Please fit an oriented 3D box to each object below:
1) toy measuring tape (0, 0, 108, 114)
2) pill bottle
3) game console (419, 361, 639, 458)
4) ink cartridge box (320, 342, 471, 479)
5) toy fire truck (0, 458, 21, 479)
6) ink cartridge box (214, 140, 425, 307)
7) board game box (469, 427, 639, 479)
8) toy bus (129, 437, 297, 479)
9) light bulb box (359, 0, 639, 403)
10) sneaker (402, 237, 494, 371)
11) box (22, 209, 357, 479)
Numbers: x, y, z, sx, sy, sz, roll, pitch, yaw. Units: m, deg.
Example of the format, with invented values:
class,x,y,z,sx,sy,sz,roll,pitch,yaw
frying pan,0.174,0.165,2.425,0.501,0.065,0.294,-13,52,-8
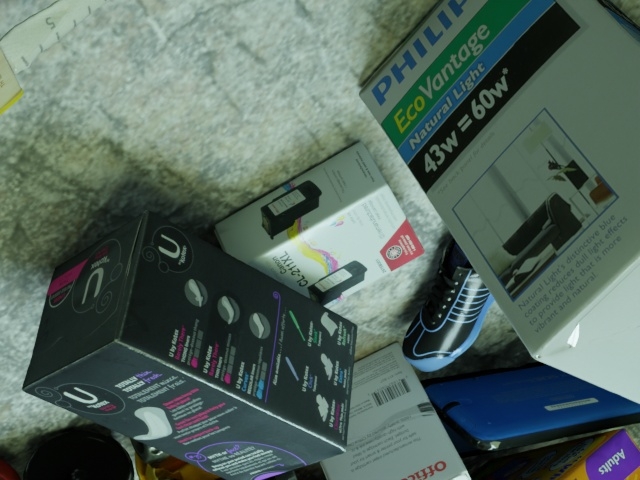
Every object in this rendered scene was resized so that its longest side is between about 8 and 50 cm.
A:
class,x,y,z,sx,sy,sz,roll,pitch,yaw
toy measuring tape,-0.278,-0.144,0.869,0.330,0.121,0.121,-46,144,-21
pill bottle,-0.276,0.330,1.339,0.123,0.122,0.219,-10,137,-18
game console,0.271,0.255,1.510,0.293,0.250,0.173,-7,109,-21
ink cartridge box,0.074,0.244,1.364,0.148,0.203,0.086,-25,139,-1
toy fire truck,-0.476,0.306,1.209,0.302,0.169,0.254,-41,113,15
ink cartridge box,0.000,0.000,1.177,0.175,0.072,0.127,-30,139,4
board game box,0.269,0.499,1.442,0.357,0.356,0.356,-33,176,-24
toy bus,-0.143,0.254,1.305,0.149,0.220,0.211,-17,172,-27
light bulb box,0.281,-0.046,1.055,0.358,0.361,0.225,25,117,-41
sneaker,0.158,0.049,1.308,0.090,0.081,0.232,26,110,-39
box,-0.117,0.112,1.109,0.270,0.143,0.165,31,139,-32
